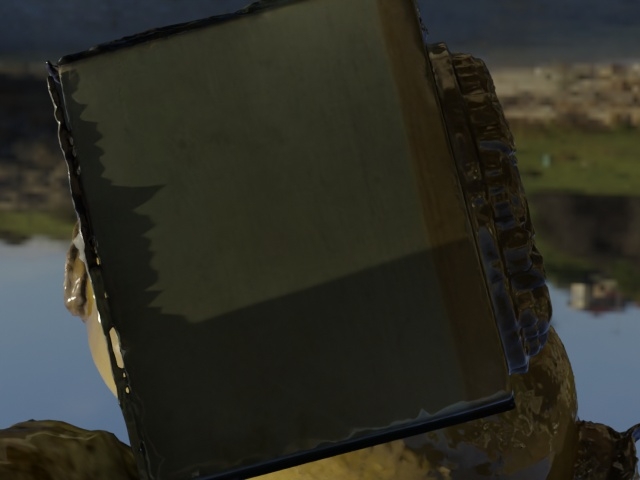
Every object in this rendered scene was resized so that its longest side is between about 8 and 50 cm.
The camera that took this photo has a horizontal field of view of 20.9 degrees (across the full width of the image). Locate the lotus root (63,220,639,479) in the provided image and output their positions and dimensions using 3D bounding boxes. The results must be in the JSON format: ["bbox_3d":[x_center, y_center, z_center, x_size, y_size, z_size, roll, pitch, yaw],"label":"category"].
[{"bbox_3d":[0.016,0.065,0.834,0.303,0.146,0.131,25,-166,-5],"label":"lotus root"}]

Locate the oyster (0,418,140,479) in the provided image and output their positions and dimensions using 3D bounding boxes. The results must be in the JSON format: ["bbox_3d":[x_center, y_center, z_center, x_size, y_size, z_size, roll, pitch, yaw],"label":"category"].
[{"bbox_3d":[-0.116,0.109,0.480,0.204,0.111,0.396,37,-173,-11],"label":"oyster"}]

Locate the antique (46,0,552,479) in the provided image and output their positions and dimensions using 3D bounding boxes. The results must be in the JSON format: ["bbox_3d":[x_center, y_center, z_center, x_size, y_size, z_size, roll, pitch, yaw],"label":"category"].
[{"bbox_3d":[0.000,0.000,0.610,0.148,0.152,0.147,-14,173,6],"label":"antique"}]
